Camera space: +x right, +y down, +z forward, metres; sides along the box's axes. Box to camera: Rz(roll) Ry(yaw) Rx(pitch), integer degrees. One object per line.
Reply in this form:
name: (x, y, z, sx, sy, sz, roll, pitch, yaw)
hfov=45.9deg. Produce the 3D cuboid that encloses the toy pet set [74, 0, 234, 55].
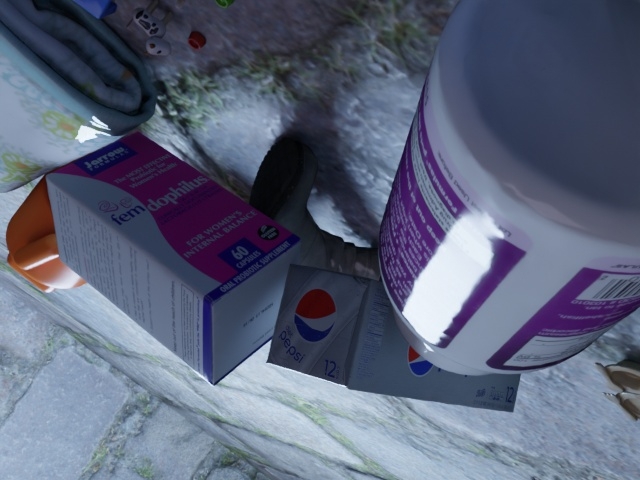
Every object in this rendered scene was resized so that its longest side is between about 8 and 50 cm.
toy pet set: (-0.134, -0.183, 0.569, 0.114, 0.065, 0.122, 36, 156, -12)

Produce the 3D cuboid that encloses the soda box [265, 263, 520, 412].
soda box: (0.086, 0.099, 0.716, 0.098, 0.091, 0.286, 8, 172, 43)

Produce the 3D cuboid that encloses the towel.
towel: (-0.379, -0.206, 0.729, 0.320, 0.090, 0.374, -10, 135, 45)

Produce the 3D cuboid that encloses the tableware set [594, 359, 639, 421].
tableware set: (0.354, 0.162, 0.741, 0.168, 0.020, 0.141, 8, 148, 43)

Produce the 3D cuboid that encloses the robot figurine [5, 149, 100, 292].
robot figurine: (-0.297, -0.024, 0.923, 0.219, 0.158, 0.128, -40, 67, 31)

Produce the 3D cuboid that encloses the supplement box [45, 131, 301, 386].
supplement box: (-0.137, 0.009, 0.700, 0.220, 0.111, 0.114, 32, 138, 25)

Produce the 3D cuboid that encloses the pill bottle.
pill bottle: (0.126, -0.014, 0.468, 0.169, 0.169, 0.301, 27, 157, 8)

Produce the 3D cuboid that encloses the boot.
boot: (0.000, 0.000, 0.776, 0.161, 0.084, 0.247, 12, 141, -13)
